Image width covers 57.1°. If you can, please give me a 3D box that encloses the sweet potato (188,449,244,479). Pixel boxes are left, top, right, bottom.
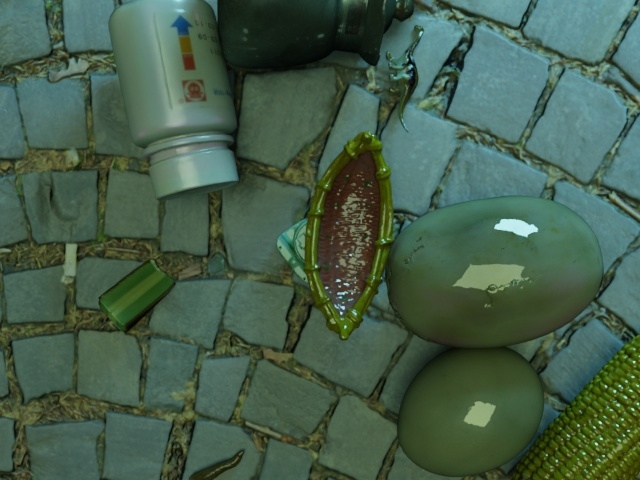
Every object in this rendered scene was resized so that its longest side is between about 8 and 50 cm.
[{"bbox_3d":[-0.183,0.408,1.050,0.115,0.026,0.026,-26,91,5],"label":"sweet potato"}]

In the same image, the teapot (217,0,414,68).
[{"bbox_3d":[0.004,-0.397,0.867,0.286,0.223,0.305,6,118,-3],"label":"teapot"}]

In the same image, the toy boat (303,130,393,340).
[{"bbox_3d":[0.046,-0.008,0.920,0.141,0.099,0.317,7,95,-1],"label":"toy boat"}]

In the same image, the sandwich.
[{"bbox_3d":[-0.327,0.098,1.049,0.116,0.074,0.074,-42,88,-25],"label":"sandwich"}]

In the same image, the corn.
[{"bbox_3d":[0.443,0.304,0.923,0.144,0.144,0.387,35,94,2],"label":"corn"}]

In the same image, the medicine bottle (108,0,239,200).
[{"bbox_3d":[-0.223,-0.219,0.932,0.170,0.170,0.292,-11,92,7],"label":"medicine bottle"}]

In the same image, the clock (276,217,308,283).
[{"bbox_3d":[0.000,0.000,0.990,0.135,0.041,0.101,-39,90,7],"label":"clock"}]

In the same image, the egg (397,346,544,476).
[{"bbox_3d":[0.229,0.264,0.916,0.242,0.186,0.186,-43,89,17],"label":"egg"}]

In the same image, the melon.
[{"bbox_3d":[0.248,0.047,0.877,0.317,0.223,0.222,-9,93,5],"label":"melon"}]

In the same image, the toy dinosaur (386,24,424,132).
[{"bbox_3d":[0.131,-0.266,0.960,0.058,0.037,0.180,7,94,10],"label":"toy dinosaur"}]
